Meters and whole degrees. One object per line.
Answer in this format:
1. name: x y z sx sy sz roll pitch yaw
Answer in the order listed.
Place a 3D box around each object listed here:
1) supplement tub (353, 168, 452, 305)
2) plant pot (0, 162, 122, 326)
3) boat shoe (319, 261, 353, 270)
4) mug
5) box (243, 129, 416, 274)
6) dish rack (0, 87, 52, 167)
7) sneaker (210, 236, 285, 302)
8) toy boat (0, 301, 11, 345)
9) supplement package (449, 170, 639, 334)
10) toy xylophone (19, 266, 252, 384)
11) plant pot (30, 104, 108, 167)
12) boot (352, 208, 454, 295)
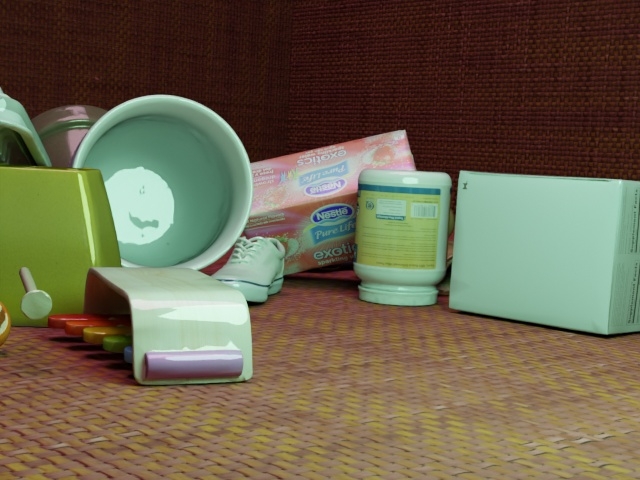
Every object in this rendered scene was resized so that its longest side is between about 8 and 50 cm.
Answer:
1. supplement tub: 0.124 -0.007 1.682 0.144 0.200 0.144 3 4 0
2. plant pot: -0.361 -0.001 1.385 0.212 0.187 0.212 2 4 -3
3. boat shoe: 0.000 0.000 2.066 0.091 0.114 0.302 -1 2 36
4. mug: -0.325 -0.067 1.773 0.374 0.276 0.328 -6 -2 -18
5. box: 0.020 -0.061 1.855 0.299 0.154 0.142 -12 41 4
6. dish rack: -0.501 -0.131 1.459 0.285 0.072 0.333 2 -14 -4
7. sneaker: -0.112 0.039 1.629 0.094 0.091 0.258 3 4 8
8. toy boat: -0.379 0.061 1.096 0.151 0.151 0.231 32 -5 -18
9. supplement package: 0.331 0.012 1.543 0.261 0.204 0.145 7 5 45
10. toy xylophone: -0.197 0.078 1.150 0.236 0.081 0.322 2 5 -13
11. plant pot: -0.451 -0.090 2.092 0.263 0.263 0.229 0 37 -28
12. boot: 0.209 0.015 1.921 0.236 0.089 0.269 -30 20 -23
